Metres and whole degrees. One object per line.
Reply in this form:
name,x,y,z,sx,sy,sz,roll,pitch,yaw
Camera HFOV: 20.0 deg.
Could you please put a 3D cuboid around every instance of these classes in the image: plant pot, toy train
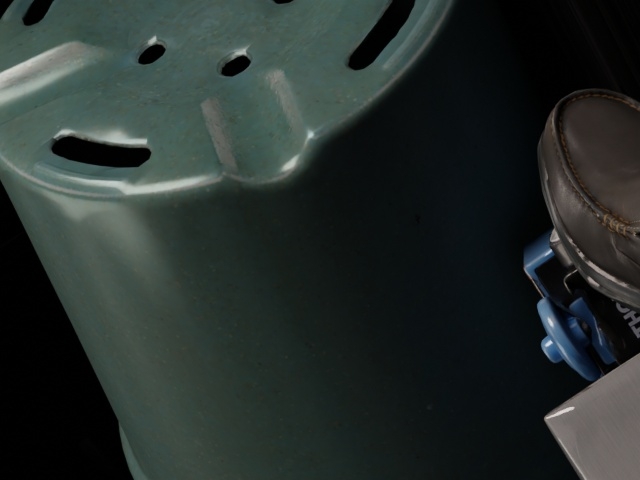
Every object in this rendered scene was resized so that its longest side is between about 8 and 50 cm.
plant pot,0.000,0.000,0.967,0.341,0.341,0.334,60,177,47
toy train,0.161,0.060,0.812,0.184,0.080,0.105,54,-167,-6

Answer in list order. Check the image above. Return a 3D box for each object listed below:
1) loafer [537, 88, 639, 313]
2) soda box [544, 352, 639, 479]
loafer,0.118,-0.004,0.558,0.170,0.062,0.061,-124,21,-45
soda box,0.194,0.157,0.608,0.286,0.098,0.091,59,-175,22
